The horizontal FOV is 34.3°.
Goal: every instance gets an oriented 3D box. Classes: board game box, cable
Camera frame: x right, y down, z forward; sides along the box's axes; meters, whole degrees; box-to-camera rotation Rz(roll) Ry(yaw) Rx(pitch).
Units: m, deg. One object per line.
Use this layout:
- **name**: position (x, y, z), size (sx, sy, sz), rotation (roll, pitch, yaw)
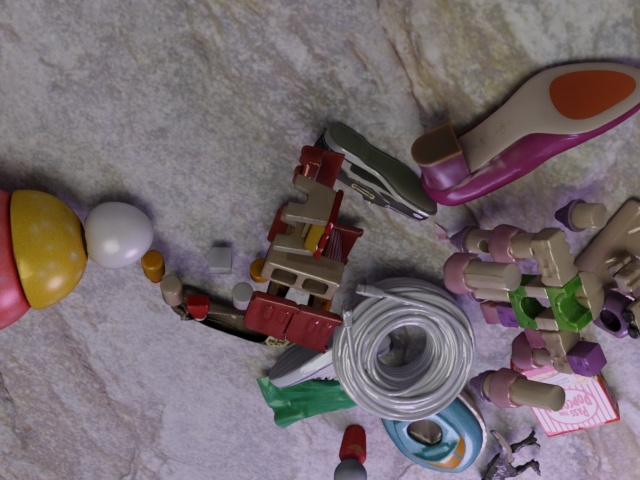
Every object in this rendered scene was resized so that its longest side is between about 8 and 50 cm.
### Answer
- **board game box**: position (0.464, 0.281, 1.964), size (0.146, 0.045, 0.193), rotation (-20, 123, 23)
- **cable**: position (0.145, 0.193, 1.854), size (0.257, 0.089, 0.257), rotation (4, 105, -11)

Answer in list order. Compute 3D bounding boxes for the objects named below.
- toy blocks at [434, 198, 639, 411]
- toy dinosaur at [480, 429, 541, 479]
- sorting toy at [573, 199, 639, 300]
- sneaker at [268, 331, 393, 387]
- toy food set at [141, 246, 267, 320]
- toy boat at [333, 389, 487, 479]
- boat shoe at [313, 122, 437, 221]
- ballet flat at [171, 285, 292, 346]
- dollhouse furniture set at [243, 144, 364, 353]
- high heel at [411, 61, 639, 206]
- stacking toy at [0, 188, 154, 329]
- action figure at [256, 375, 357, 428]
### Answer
- **toy blocks**: position (0.337, 0.091, 1.729), size (0.260, 0.309, 0.289), rotation (2, 120, 55)
- **toy dinosaur**: position (0.381, 0.440, 2.078), size (0.118, 0.064, 0.268), rotation (-14, 143, -10)
- **sorting toy**: position (0.559, 0.038, 1.760), size (0.208, 0.038, 0.193), rotation (27, 128, -7)
- **sneaker**: position (0.020, 0.229, 1.960), size (0.258, 0.094, 0.091), rotation (-27, 116, 26)
- **toy food set**: position (-0.205, 0.081, 1.878), size (0.232, 0.111, 0.104), rotation (0, 161, -4)
- **toy boat**: position (0.167, 0.395, 2.037), size (0.318, 0.148, 0.267), rotation (-26, 121, 26)
- **boat shoe**: position (0.088, -0.101, 1.694), size (0.227, 0.081, 0.069), rotation (36, 129, -11)
- **ballet flat**: position (-0.165, 0.155, 1.952), size (0.249, 0.058, 0.084), rotation (22, 130, -9)
- **dollhouse furniture set**: position (0.000, 0.000, 1.650), size (0.152, 0.201, 0.374), rotation (18, 146, -5)
- **high heel**: position (0.332, -0.159, 1.615), size (0.377, 0.127, 0.181), rotation (-15, 154, 15)
- **stacking toy**: position (-0.526, 0.028, 1.792), size (0.479, 0.351, 0.351), rotation (-7, 129, -5)
- **action figure**: position (0.005, 0.297, 2.039), size (0.232, 0.063, 0.137), rotation (-12, 124, 23)
